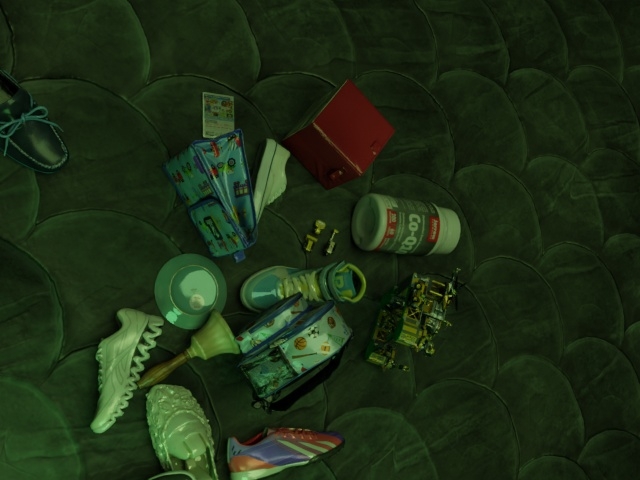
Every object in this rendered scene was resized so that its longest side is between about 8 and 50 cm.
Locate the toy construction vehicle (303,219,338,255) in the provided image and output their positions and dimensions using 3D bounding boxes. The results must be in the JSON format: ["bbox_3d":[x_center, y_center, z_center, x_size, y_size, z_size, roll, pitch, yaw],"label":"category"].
[{"bbox_3d":[0.000,0.000,2.023,0.086,0.035,0.098,24,67,-13],"label":"toy construction vehicle"}]

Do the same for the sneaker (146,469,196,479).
[{"bbox_3d":[-0.396,0.588,1.563,0.296,0.147,0.104,-26,88,-9],"label":"sneaker"}]

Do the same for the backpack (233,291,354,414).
[{"bbox_3d":[-0.060,0.239,1.757,0.263,0.276,0.213,-26,97,8],"label":"backpack"}]

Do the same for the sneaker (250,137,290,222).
[{"bbox_3d":[-0.135,-0.141,1.928,0.091,0.094,0.258,22,70,-21],"label":"sneaker"}]

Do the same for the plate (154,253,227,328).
[{"bbox_3d":[-0.313,0.123,1.820,0.188,0.024,0.188,6,78,-30],"label":"plate"}]

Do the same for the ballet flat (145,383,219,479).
[{"bbox_3d":[-0.284,0.520,1.706,0.147,0.147,0.409,-17,89,-31],"label":"ballet flat"}]

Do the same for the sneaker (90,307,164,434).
[{"bbox_3d":[-0.458,0.288,1.669,0.118,0.110,0.292,27,61,-16],"label":"sneaker"}]

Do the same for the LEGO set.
[{"bbox_3d":[0.270,0.231,1.977,0.192,0.331,0.255,21,56,-8],"label":"LEGO set"}]

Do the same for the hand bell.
[{"bbox_3d":[-0.325,0.276,1.759,0.242,0.126,0.126,-30,97,-18],"label":"hand bell"}]

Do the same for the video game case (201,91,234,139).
[{"bbox_3d":[-0.266,-0.321,1.932,0.087,0.011,0.122,3,80,-29],"label":"video game case"}]

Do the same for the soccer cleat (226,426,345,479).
[{"bbox_3d":[-0.082,0.509,1.845,0.318,0.108,0.116,-9,82,-29],"label":"soccer cleat"}]

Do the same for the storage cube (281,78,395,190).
[{"bbox_3d":[0.047,-0.281,2.007,0.193,0.184,0.215,45,63,-15],"label":"storage cube"}]

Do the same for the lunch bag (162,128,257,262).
[{"bbox_3d":[-0.239,-0.089,1.784,0.138,0.221,0.293,-21,92,-31],"label":"lunch bag"}]

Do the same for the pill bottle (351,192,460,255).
[{"bbox_3d":[0.244,-0.039,2.093,0.283,0.161,0.161,6,79,-29],"label":"pill bottle"}]

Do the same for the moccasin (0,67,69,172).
[{"bbox_3d":[-0.689,-0.283,1.615,0.342,0.117,0.137,44,63,-17],"label":"moccasin"}]

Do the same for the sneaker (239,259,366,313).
[{"bbox_3d":[-0.029,0.113,1.881,0.319,0.208,0.127,-7,86,-30],"label":"sneaker"}]
